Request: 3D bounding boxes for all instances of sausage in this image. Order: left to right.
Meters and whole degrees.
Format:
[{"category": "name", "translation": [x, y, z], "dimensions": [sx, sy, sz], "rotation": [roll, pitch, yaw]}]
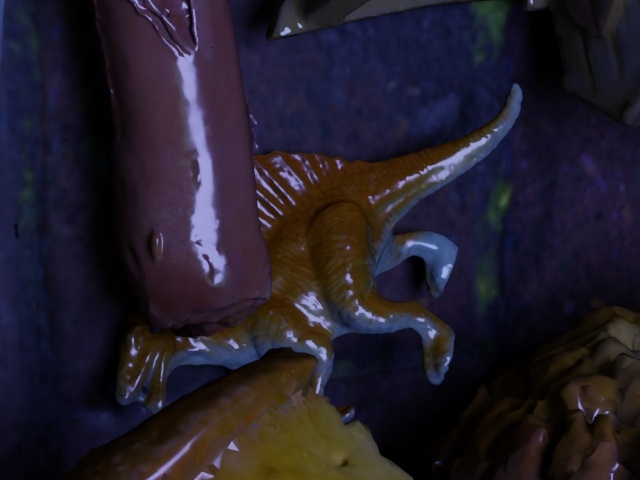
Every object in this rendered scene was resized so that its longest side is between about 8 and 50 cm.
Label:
[{"category": "sausage", "translation": [-0.073, -0.105, 0.674], "dimensions": [0.078, 0.078, 0.304], "rotation": [-18, 104, -29]}]

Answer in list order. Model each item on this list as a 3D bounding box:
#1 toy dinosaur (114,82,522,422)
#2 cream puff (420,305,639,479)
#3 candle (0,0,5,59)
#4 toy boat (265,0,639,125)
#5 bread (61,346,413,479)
[{"category": "toy dinosaur", "translation": [-0.001, 0.002, 0.762], "dimensions": [0.142, 0.057, 0.212], "rotation": [23, 71, -12]}, {"category": "cream puff", "translation": [0.146, 0.163, 0.729], "dimensions": [0.231, 0.327, 0.343], "rotation": [4, 60, 4]}, {"category": "candle", "translation": [-0.209, -0.033, 0.516], "dimensions": [0.221, 0.221, 0.343], "rotation": [2, 96, -32]}, {"category": "toy boat", "translation": [0.181, -0.134, 0.802], "dimensions": [0.445, 0.136, 0.162], "rotation": [-4, 81, -29]}, {"category": "bread", "translation": [-0.067, 0.221, 0.594], "dimensions": [0.179, 0.194, 0.340], "rotation": [-22, 143, -53]}]
